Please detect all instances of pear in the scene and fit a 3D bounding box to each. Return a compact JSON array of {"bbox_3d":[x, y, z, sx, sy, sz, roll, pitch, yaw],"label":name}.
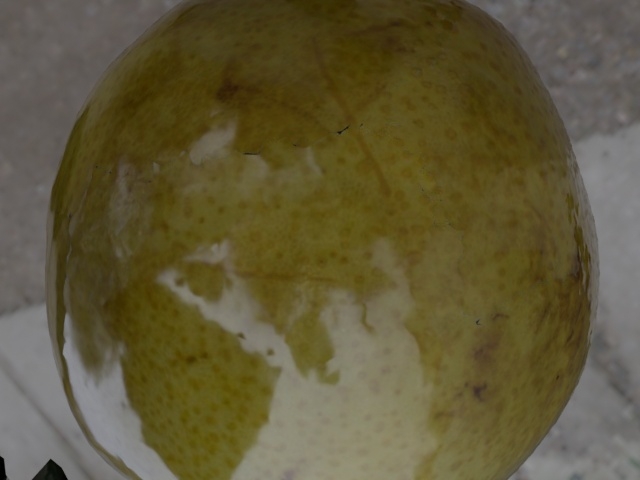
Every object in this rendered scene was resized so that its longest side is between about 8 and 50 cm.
[{"bbox_3d":[0.000,0.000,0.702,0.209,0.209,0.209,33,146,25],"label":"pear"}]

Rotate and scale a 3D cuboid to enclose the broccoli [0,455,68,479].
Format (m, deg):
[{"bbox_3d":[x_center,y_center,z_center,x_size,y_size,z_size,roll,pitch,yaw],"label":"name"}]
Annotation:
[{"bbox_3d":[-0.207,0.184,0.594,0.303,0.321,0.283,15,155,31],"label":"broccoli"}]
